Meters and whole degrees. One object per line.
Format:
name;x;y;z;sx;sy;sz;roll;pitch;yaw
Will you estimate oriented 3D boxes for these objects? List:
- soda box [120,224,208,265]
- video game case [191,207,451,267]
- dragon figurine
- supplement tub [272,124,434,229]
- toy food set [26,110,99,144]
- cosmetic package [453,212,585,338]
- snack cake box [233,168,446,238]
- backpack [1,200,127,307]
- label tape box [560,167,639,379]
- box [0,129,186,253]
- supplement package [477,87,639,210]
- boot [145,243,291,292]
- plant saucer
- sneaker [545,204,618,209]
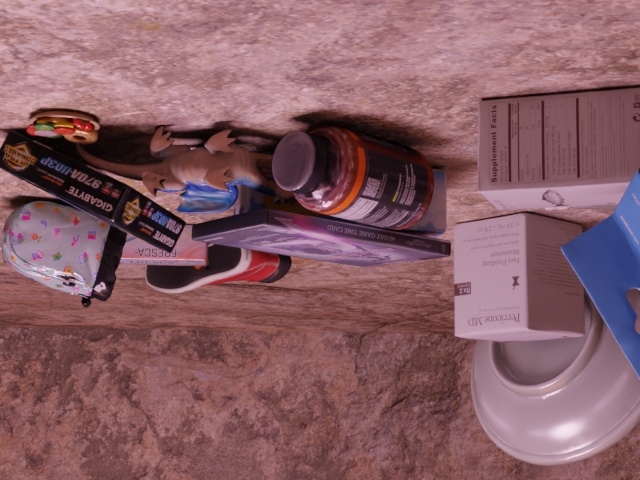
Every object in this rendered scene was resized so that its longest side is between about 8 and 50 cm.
soda box;-0.277;0.007;2.091;0.183;0.063;0.058;1;169;-5
video game case;0.000;0.000;1.622;0.274;0.026;0.196;10;169;-31
dragon figurine;-0.146;-0.081;1.537;0.289;0.085;0.144;-3;169;15
supplement tub;0.037;-0.077;1.496;0.106;0.106;0.198;-9;165;43
toy food set;-0.297;-0.130;1.461;0.082;0.020;0.083;3;170;-12
cosmetic package;0.315;0.064;2.016;0.151;0.184;0.151;10;166;-41
snack cake box;0.022;-0.048;1.700;0.264;0.089;0.152;3;168;-11
backpack;-0.393;0.005;1.931;0.182;0.152;0.115;16;161;-13
label tape box;0.418;0.010;1.205;0.333;0.241;0.106;-33;161;15
box;-0.283;-0.058;1.589;0.175;0.051;0.220;25;176;15
supplement package;0.268;-0.096;1.367;0.179;0.105;0.105;-3;170;21
boot;-0.181;0.053;2.287;0.244;0.088;0.176;-10;167;33
plant saucer;0.392;0.169;2.104;0.400;0.400;0.100;-9;147;44
sneaker;0.375;-0.081;1.503;0.271;0.100;0.108;2;179;27
